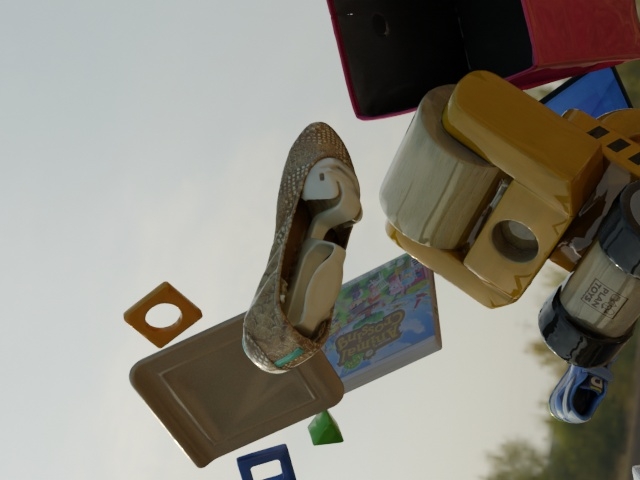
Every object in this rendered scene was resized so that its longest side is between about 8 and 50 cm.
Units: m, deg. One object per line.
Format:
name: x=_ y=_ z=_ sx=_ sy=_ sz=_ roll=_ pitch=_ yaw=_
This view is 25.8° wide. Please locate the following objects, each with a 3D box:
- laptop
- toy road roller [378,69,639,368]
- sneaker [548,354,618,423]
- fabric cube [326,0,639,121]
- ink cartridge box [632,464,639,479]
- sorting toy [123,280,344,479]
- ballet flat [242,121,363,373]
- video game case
laptop: x=0.351 y=-0.128 z=2.092 sx=0.234 sy=0.136 sz=0.264 roll=-37 pitch=5 yaw=35
toy road roller: x=0.251 y=-0.052 z=1.445 sx=0.240 sy=0.330 sz=0.202 roll=-50 pitch=-10 yaw=-43
sneaker: x=0.315 y=0.147 z=1.613 sx=0.059 sy=0.053 sz=0.144 roll=-155 pitch=85 yaw=-76
fabric cube: x=0.182 y=-0.291 z=1.591 sx=0.258 sy=0.254 sz=0.259 roll=-13 pitch=-90 yaw=-50
ink cartridge box: x=0.507 y=0.293 z=1.453 sx=0.226 sy=0.306 sz=0.131 roll=-101 pitch=-2 yaw=-78
sorting toy: x=-0.094 y=0.152 z=1.571 sx=0.347 sy=0.196 sz=0.047 roll=59 pitch=-174 yaw=-38
ballet flat: x=0.000 y=0.000 z=1.024 sx=0.073 sy=0.067 sz=0.206 roll=28 pitch=-118 yaw=-33
video game case: x=0.055 y=0.112 z=1.801 sx=0.023 sy=0.212 sz=0.193 roll=51 pitch=-158 yaw=-32
